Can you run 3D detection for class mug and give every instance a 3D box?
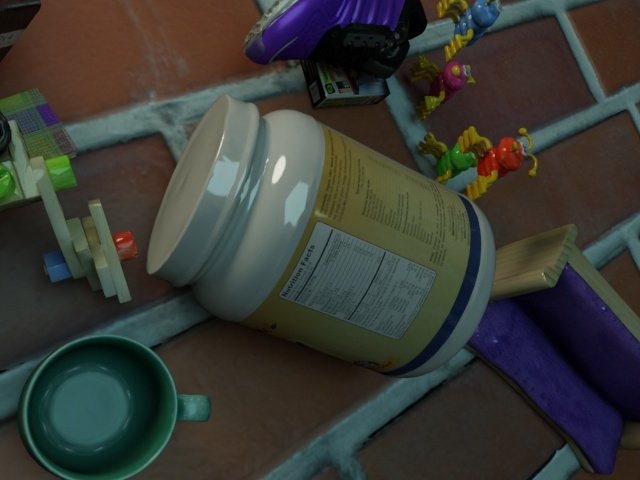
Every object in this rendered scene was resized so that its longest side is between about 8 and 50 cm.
[{"bbox_3d":[-0.200,0.164,0.587,0.158,0.097,0.129,41,59,-15],"label":"mug"}]

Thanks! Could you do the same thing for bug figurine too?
[{"bbox_3d":[0.198,-0.181,0.848,0.072,0.216,0.278,-4,81,-16],"label":"bug figurine"}]

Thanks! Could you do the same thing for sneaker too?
[{"bbox_3d":[0.041,-0.267,0.803,0.293,0.102,0.146,-37,97,-33],"label":"sneaker"}]

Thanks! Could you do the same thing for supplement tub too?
[{"bbox_3d":[0.000,0.000,0.673,0.316,0.228,0.228,23,66,-23],"label":"supplement tub"}]

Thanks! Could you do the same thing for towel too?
[{"bbox_3d":[-0.302,-0.115,0.660,0.060,0.009,0.083,-32,93,-32],"label":"towel"}]

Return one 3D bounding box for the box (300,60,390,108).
[{"bbox_3d":[0.016,-0.290,0.879,0.114,0.036,0.206,-13,83,-32],"label":"box"}]

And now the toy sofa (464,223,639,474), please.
[{"bbox_3d":[0.378,0.168,0.891,0.362,0.150,0.177,45,58,-12],"label":"toy sofa"}]

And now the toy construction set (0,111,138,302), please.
[{"bbox_3d":[-0.316,0.012,0.526,0.328,0.151,0.214,-19,92,-33],"label":"toy construction set"}]

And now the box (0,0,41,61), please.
[{"bbox_3d":[-0.451,-0.284,0.505,0.381,0.143,0.191,45,24,-10],"label":"box"}]
